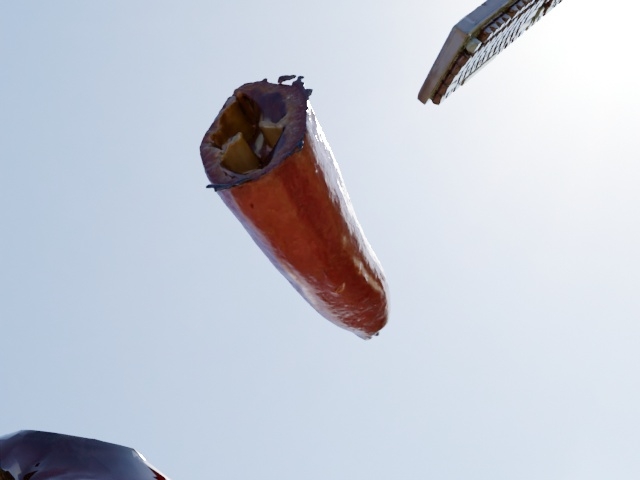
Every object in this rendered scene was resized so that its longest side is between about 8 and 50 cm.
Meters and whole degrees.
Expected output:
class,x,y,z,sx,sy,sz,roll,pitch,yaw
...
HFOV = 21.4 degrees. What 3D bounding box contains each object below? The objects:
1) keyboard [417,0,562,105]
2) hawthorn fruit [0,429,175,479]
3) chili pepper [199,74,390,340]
class,x,y,z,sx,sy,sz,roll,pitch,yaw
keyboard,0.105,-0.123,0.913,0.166,0.017,0.055,-41,-17,-48
hawthorn fruit,-0.097,0.163,0.637,0.185,0.185,0.202,-25,-73,-35
chili pepper,-0.002,-0.002,0.914,0.065,0.088,0.169,-15,-49,19
